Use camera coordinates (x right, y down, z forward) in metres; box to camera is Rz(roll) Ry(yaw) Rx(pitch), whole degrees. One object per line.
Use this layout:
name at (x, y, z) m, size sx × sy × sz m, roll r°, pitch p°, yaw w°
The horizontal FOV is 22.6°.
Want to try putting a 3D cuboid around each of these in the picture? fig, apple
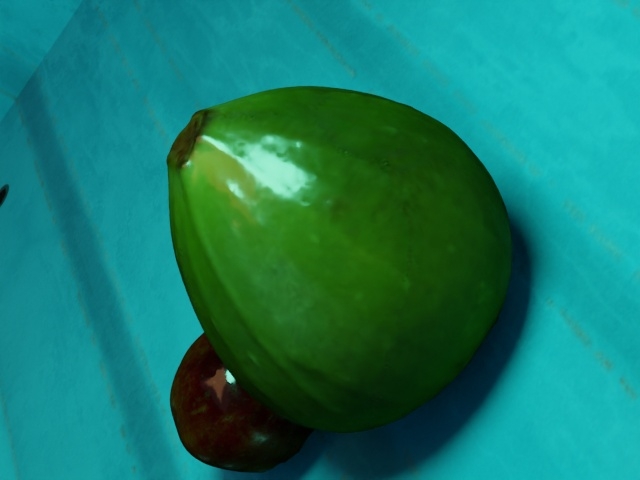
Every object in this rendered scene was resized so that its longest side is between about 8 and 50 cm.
fig at (0.000, 0.000, 1.393) m, size 0.316 × 0.316 × 0.316 m, roll -40°, pitch 34°, yaw 33°
apple at (-0.077, 0.152, 1.563) m, size 0.158 × 0.147 × 0.156 m, roll -27°, pitch 63°, yaw 48°
